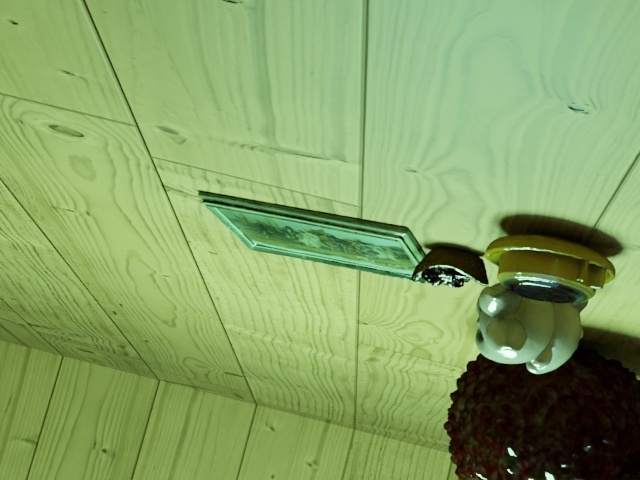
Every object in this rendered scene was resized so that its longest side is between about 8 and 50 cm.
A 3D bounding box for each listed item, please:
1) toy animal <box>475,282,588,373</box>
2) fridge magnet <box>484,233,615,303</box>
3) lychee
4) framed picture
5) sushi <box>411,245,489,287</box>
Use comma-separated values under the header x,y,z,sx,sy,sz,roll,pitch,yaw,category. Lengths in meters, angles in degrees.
x,y,z,sx,sy,sz,roll,pitch,yaw,category
0.222,0.091,1.797,0.124,0.124,0.212,5,175,37,toy animal
0.248,0.030,1.665,0.143,0.063,0.143,11,166,3,fridge magnet
0.323,0.278,2.146,0.330,0.306,0.306,40,-173,41,lychee
0.000,0.000,1.912,0.274,0.017,0.217,10,165,19,framed picture
0.151,0.035,1.825,0.099,0.047,0.050,1,158,40,sushi
